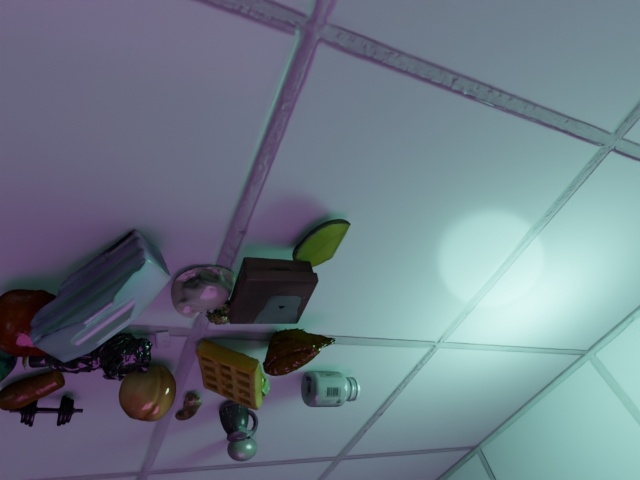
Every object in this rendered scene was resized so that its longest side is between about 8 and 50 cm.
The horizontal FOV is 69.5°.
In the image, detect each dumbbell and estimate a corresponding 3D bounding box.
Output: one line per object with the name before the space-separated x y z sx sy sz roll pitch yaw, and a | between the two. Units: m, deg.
dumbbell | -0.888 0.553 1.500 0.209 0.099 0.099 12 126 -28

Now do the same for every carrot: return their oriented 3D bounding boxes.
carrot | -0.898 0.461 1.424 0.193 0.087 0.087 -23 135 2

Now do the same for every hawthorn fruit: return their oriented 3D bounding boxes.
hawthorn fruit | -0.740 0.226 1.174 0.179 0.200 0.179 5 165 1

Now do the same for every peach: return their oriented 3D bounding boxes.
peach | -0.565 0.502 1.514 0.184 0.184 0.184 -10 134 -10

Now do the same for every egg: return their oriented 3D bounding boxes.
egg | -0.341 0.910 2.018 0.135 0.103 0.103 13 126 -30

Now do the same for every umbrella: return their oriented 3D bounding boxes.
umbrella | -0.676 0.342 1.363 0.337 0.128 0.154 9 130 -22

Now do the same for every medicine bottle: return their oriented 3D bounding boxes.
medicine bottle | 0.044 0.589 1.829 0.215 0.135 0.135 10 128 -26

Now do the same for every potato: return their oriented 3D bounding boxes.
potato | 0.000 0.000 1.323 0.119 0.054 0.198 24 119 -34

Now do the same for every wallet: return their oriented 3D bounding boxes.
wallet | -0.505 0.318 1.475 0.044 0.011 0.083 -3 132 -17

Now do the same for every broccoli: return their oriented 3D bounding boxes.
broccoli | -0.295 0.207 1.403 0.097 0.095 0.092 -15 125 47

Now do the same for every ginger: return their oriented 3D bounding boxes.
ginger | -0.496 0.634 1.746 0.070 0.051 0.173 13 124 -25

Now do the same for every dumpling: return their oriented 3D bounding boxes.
dumpling | -0.335 0.139 1.318 0.177 0.092 0.150 -26 124 9

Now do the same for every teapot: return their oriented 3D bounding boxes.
teapot | -0.327 0.721 1.816 0.116 0.146 0.148 -29 134 9

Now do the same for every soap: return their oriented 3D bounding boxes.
soap | -0.533 0.141 1.125 0.324 0.193 0.109 -36 135 -5

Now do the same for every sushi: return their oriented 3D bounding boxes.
sushi | -0.098 0.363 1.571 0.287 0.149 0.140 -34 168 14

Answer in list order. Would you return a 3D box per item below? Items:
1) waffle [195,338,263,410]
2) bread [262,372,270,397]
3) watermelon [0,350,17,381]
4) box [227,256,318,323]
waffle | -0.303 0.458 1.560 0.221 0.055 0.247 17 132 16
bread | -0.253 0.515 1.692 0.103 0.156 0.110 -48 170 20
watermelon | -0.938 0.352 1.306 0.146 0.128 0.231 1 132 -43
box | -0.142 0.147 1.319 0.215 0.086 0.215 4 135 -23
